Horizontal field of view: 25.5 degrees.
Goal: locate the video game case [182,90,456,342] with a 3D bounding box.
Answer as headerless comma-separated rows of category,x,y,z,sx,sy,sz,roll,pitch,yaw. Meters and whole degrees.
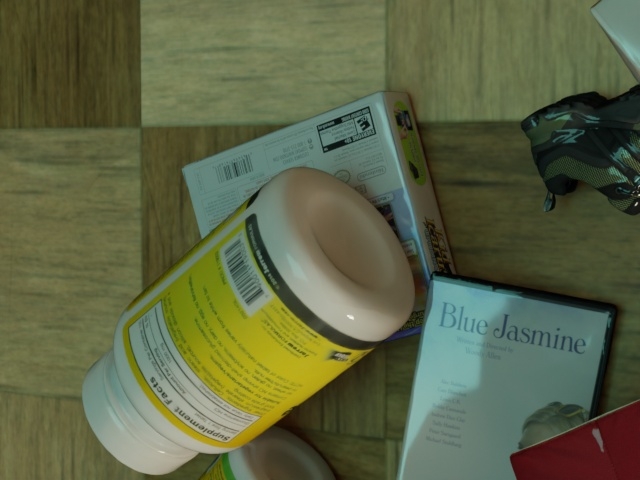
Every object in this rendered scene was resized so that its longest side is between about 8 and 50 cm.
video game case,0.000,0.000,1.485,0.269,0.061,0.244,-18,83,33

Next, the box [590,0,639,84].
box,0.405,-0.201,1.067,0.345,0.215,0.168,-40,71,11

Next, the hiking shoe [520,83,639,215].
hiking shoe,0.299,-0.084,1.284,0.227,0.086,0.114,-5,106,37

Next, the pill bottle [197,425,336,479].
pill bottle,-0.100,0.326,1.527,0.136,0.136,0.245,49,117,21

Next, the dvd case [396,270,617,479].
dvd case,0.175,0.168,1.367,0.180,0.022,0.253,10,99,11

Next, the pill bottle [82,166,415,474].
pill bottle,-0.082,0.092,1.398,0.334,0.188,0.188,-39,72,30

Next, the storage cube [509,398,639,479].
storage cube,0.309,0.238,1.213,0.184,0.215,0.193,-30,70,32
